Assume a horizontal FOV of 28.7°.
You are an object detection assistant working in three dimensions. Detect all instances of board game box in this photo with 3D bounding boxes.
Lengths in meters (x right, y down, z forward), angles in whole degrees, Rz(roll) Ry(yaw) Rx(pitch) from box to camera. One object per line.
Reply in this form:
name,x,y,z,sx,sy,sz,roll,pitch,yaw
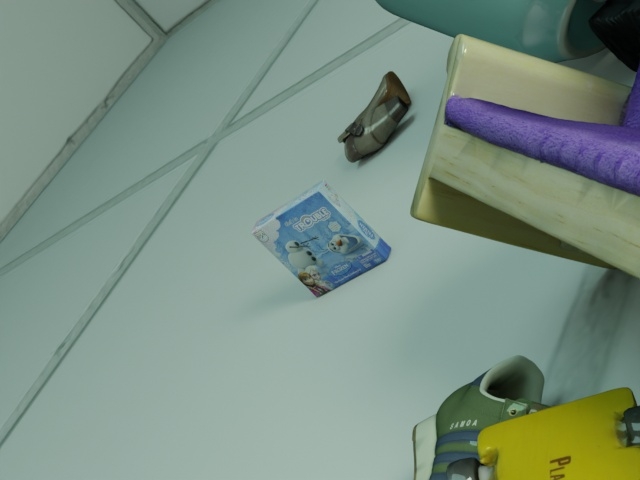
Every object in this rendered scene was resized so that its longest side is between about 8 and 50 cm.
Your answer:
board game box,0.000,0.000,1.108,0.090,0.090,0.020,-31,22,38

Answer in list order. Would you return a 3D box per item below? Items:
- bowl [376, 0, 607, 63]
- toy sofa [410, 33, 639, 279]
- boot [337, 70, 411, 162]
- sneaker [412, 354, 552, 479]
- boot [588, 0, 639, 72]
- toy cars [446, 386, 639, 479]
bowl,0.202,-0.266,1.025,0.311,0.163,0.311,-36,-23,-18
toy sofa,0.183,-0.048,0.619,0.362,0.150,0.177,-139,63,-72
boot,0.056,-0.134,1.363,0.087,0.042,0.118,-41,18,19
sneaker,0.098,0.122,0.665,0.086,0.064,0.192,-45,14,14
boot,0.308,-0.205,0.883,0.207,0.094,0.246,-46,12,6
toy cars,0.165,0.144,0.445,0.176,0.087,0.393,-30,15,-25
